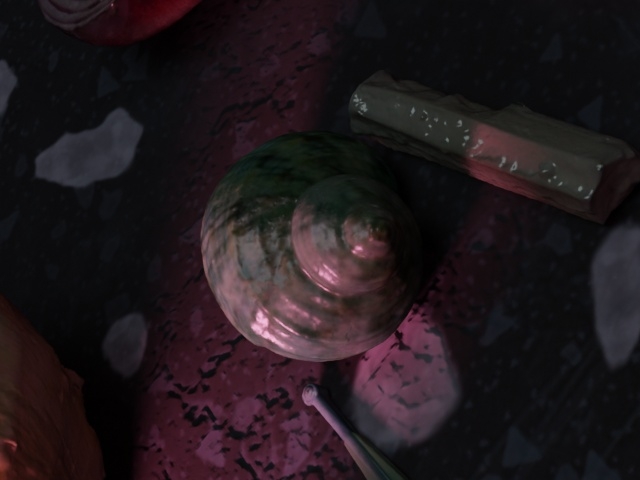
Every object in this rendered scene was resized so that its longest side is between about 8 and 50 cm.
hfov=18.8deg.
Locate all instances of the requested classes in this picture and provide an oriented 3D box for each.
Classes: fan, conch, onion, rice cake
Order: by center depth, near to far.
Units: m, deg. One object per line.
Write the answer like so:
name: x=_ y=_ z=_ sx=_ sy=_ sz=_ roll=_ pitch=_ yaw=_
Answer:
fan: x=0.039 y=0.159 z=1.323 sx=0.038 sy=0.016 sz=0.193 roll=-54 pitch=46 yaw=11
rice cake: x=0.118 y=-0.070 z=1.336 sx=0.057 sy=0.052 sz=0.256 roll=-42 pitch=40 yaw=-22
conch: x=-0.003 y=-0.003 z=1.365 sx=0.188 sy=0.122 sz=0.176 roll=26 pitch=65 yaw=42
onion: x=-0.153 y=-0.297 z=1.633 sx=0.227 sy=0.120 sz=0.283 roll=-41 pitch=52 yaw=23

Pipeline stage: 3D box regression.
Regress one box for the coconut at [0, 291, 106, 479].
coconut: x=-0.336 y=0.185 z=1.432 sx=0.404 sy=0.404 sz=0.405 roll=-19 pitch=59 yaw=35
